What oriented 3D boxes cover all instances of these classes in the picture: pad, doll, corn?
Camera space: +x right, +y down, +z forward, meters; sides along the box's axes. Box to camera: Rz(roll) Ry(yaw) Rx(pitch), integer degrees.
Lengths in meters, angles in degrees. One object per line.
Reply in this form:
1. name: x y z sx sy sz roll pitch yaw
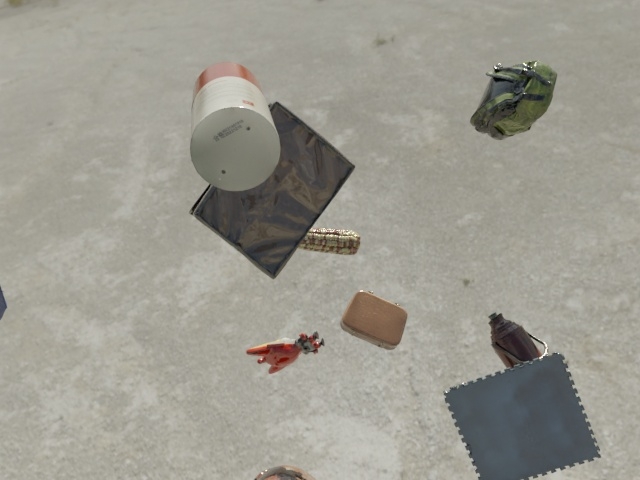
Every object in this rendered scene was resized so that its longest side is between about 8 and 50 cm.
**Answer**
1. pad: 0.428 0.391 1.340 0.269 0.269 0.012 -20 11 11
2. doll: -0.075 0.259 1.463 0.169 0.109 0.057 -19 44 20
3. corn: 0.000 0.000 1.786 0.237 0.079 0.079 4 29 -23

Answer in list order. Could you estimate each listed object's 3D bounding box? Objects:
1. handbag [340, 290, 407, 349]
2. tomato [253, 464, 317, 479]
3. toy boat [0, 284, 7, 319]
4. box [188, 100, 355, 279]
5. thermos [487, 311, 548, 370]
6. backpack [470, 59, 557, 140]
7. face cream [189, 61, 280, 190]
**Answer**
1. handbag: 0.169 0.244 1.966 0.194 0.072 0.151 21 68 4
2. tomato: -0.099 0.667 1.411 0.283 0.316 0.316 35 50 11
3. toy boat: -0.632 0.019 1.063 0.129 0.295 0.088 -15 38 -21
4. box: -0.087 -0.089 1.098 0.252 0.188 0.153 -51 11 -1
5. thermos: 0.474 0.275 1.504 0.099 0.124 0.232 -24 71 -28
6. backpack: 0.511 -0.378 1.673 0.140 0.207 0.253 21 -5 -14
7. face cream: -0.107 -0.145 0.758 0.096 0.095 0.214 -14 30 -3
